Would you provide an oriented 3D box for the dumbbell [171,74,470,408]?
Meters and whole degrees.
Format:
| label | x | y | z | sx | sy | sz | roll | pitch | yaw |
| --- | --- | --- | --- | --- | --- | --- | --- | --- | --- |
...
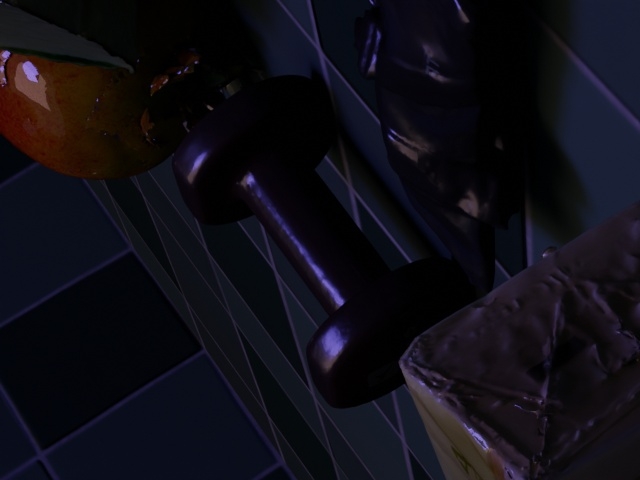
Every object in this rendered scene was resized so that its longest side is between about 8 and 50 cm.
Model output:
| label | x | y | z | sx | sy | sz | roll | pitch | yaw |
| --- | --- | --- | --- | --- | --- | --- | --- | --- | --- |
| dumbbell | 0.000 | 0.000 | 1.334 | 0.225 | 0.124 | 0.140 | 53 | 169 | 24 |

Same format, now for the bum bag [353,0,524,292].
| label | x | y | z | sx | sy | sz | roll | pitch | yaw |
| --- | --- | --- | --- | --- | --- | --- | --- | --- | --- |
| bum bag | 0.059 | -0.087 | 0.959 | 0.310 | 0.074 | 0.137 | 75 | 170 | -56 |

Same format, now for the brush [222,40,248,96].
| label | x | y | z | sx | sy | sz | roll | pitch | yaw |
| --- | --- | --- | --- | --- | --- | --- | --- | --- | --- |
| brush | -0.113 | -0.197 | 1.602 | 0.218 | 0.010 | 0.082 | 58 | 170 | 7 |

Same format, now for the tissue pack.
| label | x | y | z | sx | sy | sz | roll | pitch | yaw |
| --- | --- | --- | --- | --- | --- | --- | --- | --- | --- |
| tissue pack | 0.153 | 0.114 | 0.854 | 0.125 | 0.159 | 0.234 | 46 | 165 | 48 |

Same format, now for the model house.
| label | x | y | z | sx | sy | sz | roll | pitch | yaw |
| --- | --- | --- | --- | --- | --- | --- | --- | --- | --- |
| model house | -0.220 | -0.234 | 1.311 | 0.195 | 0.189 | 0.214 | 12 | 177 | 23 |

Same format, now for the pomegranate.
| label | x | y | z | sx | sy | sz | roll | pitch | yaw |
| --- | --- | --- | --- | --- | --- | --- | --- | --- | --- |
| pomegranate | -0.171 | -0.149 | 1.499 | 0.235 | 0.210 | 0.210 | 16 | 147 | 30 |
